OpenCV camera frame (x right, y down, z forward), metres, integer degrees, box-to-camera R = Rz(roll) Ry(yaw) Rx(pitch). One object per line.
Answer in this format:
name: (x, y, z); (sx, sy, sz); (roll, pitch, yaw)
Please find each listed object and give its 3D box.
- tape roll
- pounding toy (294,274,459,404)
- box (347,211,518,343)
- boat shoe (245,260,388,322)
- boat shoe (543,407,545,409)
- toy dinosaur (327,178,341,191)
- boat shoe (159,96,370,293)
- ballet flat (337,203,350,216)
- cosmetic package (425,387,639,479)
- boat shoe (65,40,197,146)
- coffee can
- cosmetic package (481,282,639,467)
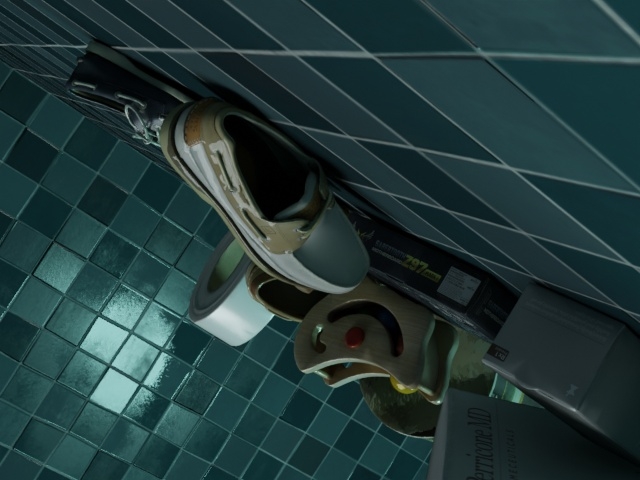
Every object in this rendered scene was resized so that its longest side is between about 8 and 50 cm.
tape roll: (-0.144, 0.064, 2.048); (0.100, 0.286, 0.286); (34, 176, -19)
pounding toy: (0.035, 0.118, 1.334); (0.269, 0.154, 0.155); (28, 175, 44)
box: (0.149, 0.058, 1.287); (0.232, 0.059, 0.183); (28, 174, 42)
boat shoe: (0.034, 0.103, 1.690); (0.324, 0.123, 0.116); (9, -164, -4)
boat shoe: (0.346, 0.276, 1.943); (0.366, 0.157, 0.136); (4, 174, -7)
toy dinosaur: (-0.034, -0.078, 1.258); (0.092, 0.053, 0.183); (16, 168, -16)
boat shoe: (-0.041, -0.038, 1.123); (0.302, 0.113, 0.103); (40, 158, -30)
ballet flat: (-0.010, -0.028, 1.432); (0.077, 0.077, 0.231); (16, 179, -17)
cosmetic package: (0.293, 0.400, 1.123); (0.393, 0.328, 0.329); (12, -168, 6)
boat shoe: (-0.210, -0.161, 1.260); (0.254, 0.079, 0.095); (31, 176, 18)
coffee can: (0.198, 0.201, 1.503); (0.201, 0.202, 0.275); (30, 179, 30)
cosmetic package: (0.286, 0.148, 1.047); (0.127, 0.107, 0.238); (27, 170, 46)
